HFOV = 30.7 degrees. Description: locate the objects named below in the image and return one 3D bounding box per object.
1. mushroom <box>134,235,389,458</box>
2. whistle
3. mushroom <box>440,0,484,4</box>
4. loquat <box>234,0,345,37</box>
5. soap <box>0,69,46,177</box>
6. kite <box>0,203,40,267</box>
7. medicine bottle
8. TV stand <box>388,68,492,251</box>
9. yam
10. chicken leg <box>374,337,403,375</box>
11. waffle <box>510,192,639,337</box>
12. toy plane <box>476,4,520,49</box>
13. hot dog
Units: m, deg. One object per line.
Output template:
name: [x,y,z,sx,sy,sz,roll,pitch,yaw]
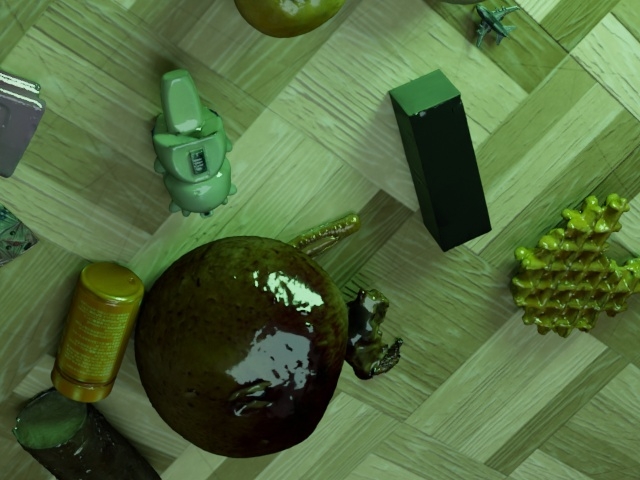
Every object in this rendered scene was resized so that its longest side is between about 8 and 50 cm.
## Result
mushroom: [-0.087,0.129,1.724,0.334,0.356,0.331,18,135,13]
whistle: [-0.173,-0.124,1.553,0.110,0.092,0.244,-18,132,-9]
mushroom: [0.195,-0.381,1.447,0.204,0.204,0.204,-12,129,-15]
loquat: [-0.036,-0.320,1.429,0.163,0.163,0.137,-15,99,-13]
soap: [-0.452,-0.163,1.417,0.203,0.065,0.122,17,117,-32]
kite: [-0.457,0.000,1.580,0.153,0.005,0.137,3,123,-25]
medicine bottle: [-0.323,0.132,1.680,0.096,0.096,0.191,6,123,-27]
TV stand: [0.180,-0.114,1.724,0.088,0.082,0.269,-24,130,-4]
yam: [-0.350,0.345,1.816,0.131,0.131,0.279,-31,132,1]
chicken leg: [0.115,0.200,1.976,0.083,0.021,0.036,-42,121,9]
waffle: [0.442,0.051,1.979,0.260,0.069,0.293,-34,134,7]
toy plane: [0.241,-0.307,1.634,0.078,0.031,0.083,-45,130,13]
hot dog: [0.000,0.001,1.768,0.137,0.028,0.044,-24,138,-7]
